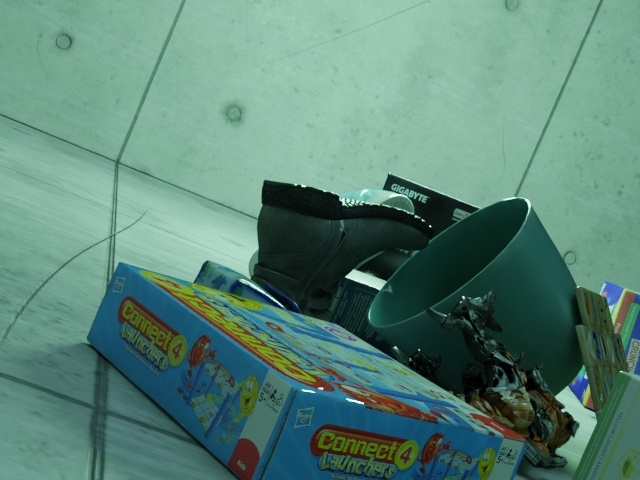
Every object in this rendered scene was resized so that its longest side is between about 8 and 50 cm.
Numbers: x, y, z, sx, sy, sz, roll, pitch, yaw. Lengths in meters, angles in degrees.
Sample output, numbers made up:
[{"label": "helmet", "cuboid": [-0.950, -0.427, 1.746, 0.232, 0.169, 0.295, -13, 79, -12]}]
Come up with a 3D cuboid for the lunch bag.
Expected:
[{"label": "lunch bag", "cuboid": [-0.078, 0.099, 1.222, 0.151, 0.096, 0.129, 37, -5, -24]}]

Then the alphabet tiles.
[{"label": "alphabet tiles", "cuboid": [0.427, 0.214, 1.503, 0.011, 0.285, 0.342, -15, -13, 22]}]

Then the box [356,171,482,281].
[{"label": "box", "cuboid": [0.197, 0.049, 2.012, 0.296, 0.293, 0.073, 26, 5, 39]}]

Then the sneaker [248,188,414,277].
[{"label": "sneaker", "cuboid": [0.000, 0.000, 1.952, 0.366, 0.135, 0.150, -21, 23, -32]}]

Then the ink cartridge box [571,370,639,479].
[{"label": "ink cartridge box", "cuboid": [0.370, 0.256, 1.033, 0.056, 0.171, 0.235, 20, 5, -36]}]

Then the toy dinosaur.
[{"label": "toy dinosaur", "cuboid": [0.207, 0.186, 1.260, 0.218, 0.164, 0.322, 56, 5, 33]}]

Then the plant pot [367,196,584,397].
[{"label": "plant pot", "cuboid": [0.254, 0.119, 1.522, 0.235, 0.293, 0.293, 52, -2, -11]}]

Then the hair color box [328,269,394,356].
[{"label": "hair color box", "cuboid": [0.089, 0.122, 1.758, 0.347, 0.105, 0.174, 20, 5, -33]}]

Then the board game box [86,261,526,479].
[{"label": "board game box", "cuboid": [-0.016, 0.141, 0.974, 0.302, 0.086, 0.308, 20, 5, -42]}]

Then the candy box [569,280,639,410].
[{"label": "candy box", "cuboid": [0.660, 0.241, 2.290, 0.122, 0.268, 0.317, 20, 3, 5]}]

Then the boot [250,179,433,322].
[{"label": "boot", "cuboid": [0.019, 0.044, 1.541, 0.338, 0.222, 0.118, 11, 0, -39]}]
